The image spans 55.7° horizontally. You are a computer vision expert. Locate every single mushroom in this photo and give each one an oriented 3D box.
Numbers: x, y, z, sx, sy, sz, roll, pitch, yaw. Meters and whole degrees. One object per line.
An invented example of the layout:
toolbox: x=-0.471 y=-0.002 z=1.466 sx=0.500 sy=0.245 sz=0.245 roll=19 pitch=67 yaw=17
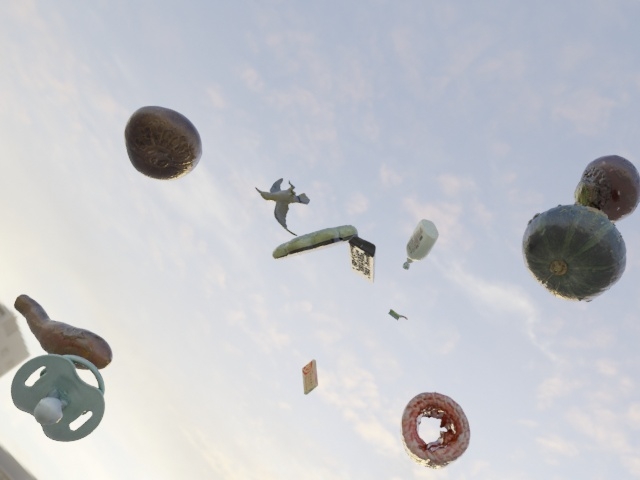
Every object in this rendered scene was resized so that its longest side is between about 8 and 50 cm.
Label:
mushroom: x=-0.535 y=-0.317 z=2.016 sx=0.278 sy=0.163 sz=0.297 roll=7 pitch=-38 yaw=11

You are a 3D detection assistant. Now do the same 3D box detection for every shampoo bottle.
shampoo bottle: x=0.250 y=0.022 z=1.559 sx=0.077 sy=0.045 sz=0.152 roll=-107 pitch=-147 yaw=-44

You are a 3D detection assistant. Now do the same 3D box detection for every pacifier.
pacifier: x=-0.394 y=0.241 z=0.916 sx=0.150 sy=0.127 sz=0.116 roll=57 pitch=-10 yaw=-9

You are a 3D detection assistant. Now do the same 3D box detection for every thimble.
thimble: x=0.377 y=0.631 z=2.002 sx=0.239 sy=0.239 sz=0.162 roll=33 pitch=-19 yaw=17

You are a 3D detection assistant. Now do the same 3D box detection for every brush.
brush: x=0.216 y=0.212 z=1.678 sx=0.019 sy=0.021 sz=0.083 roll=31 pitch=1 yaw=44

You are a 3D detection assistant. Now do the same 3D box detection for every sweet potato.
sweet potato: x=-0.684 y=0.252 z=1.584 sx=0.385 sy=0.109 sz=0.109 roll=20 pitch=-46 yaw=26

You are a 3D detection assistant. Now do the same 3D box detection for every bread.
bread: x=0.000 y=0.000 z=1.827 sx=0.207 sy=0.286 sz=0.056 roll=-27 pitch=-101 yaw=67

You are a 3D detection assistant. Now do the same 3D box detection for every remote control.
remote control: x=0.088 y=0.043 z=1.261 sx=0.063 sy=0.025 sz=0.245 roll=27 pitch=-13 yaw=11

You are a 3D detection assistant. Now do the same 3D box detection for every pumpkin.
pumpkin: x=0.479 y=0.022 z=1.151 sx=0.190 sy=0.146 sz=0.190 roll=15 pitch=-51 yaw=19

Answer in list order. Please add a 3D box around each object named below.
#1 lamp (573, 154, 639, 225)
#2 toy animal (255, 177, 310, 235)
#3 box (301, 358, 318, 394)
lamp: x=0.652 y=-0.117 z=1.387 sx=0.135 sy=0.157 sz=0.156 roll=-1 pitch=-23 yaw=-7
toy animal: x=-0.113 y=-0.138 z=1.760 sx=0.095 sy=0.219 sz=0.155 roll=-32 pitch=-44 yaw=22
box: x=-0.031 y=0.405 z=1.796 sx=0.015 sy=0.093 sz=0.058 roll=27 pitch=-56 yaw=-27
